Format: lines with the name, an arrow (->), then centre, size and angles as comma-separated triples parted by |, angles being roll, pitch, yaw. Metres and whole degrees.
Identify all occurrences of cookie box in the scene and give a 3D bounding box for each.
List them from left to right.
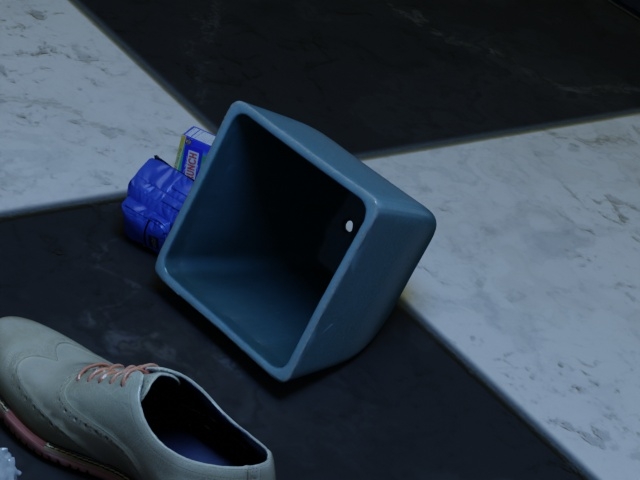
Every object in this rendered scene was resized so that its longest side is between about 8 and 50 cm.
cookie box -> -0.150, -0.096, 1.814 | 0.107, 0.092, 0.040 | 24, 29, 12

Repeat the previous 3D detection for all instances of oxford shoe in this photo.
oxford shoe -> -0.197, 0.166, 1.327 | 0.397, 0.146, 0.140 | 29, 36, 20

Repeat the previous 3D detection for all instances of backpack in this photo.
backpack -> -0.192, -0.031, 1.693 | 0.120, 0.098, 0.101 | 26, 62, 14

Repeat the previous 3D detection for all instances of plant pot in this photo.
plant pot -> 0.000, 0.000, 1.606 | 0.248, 0.247, 0.252 | 38, 20, 30

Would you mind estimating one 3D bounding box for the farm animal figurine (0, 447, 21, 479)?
farm animal figurine -> -0.456, 0.169, 1.083 | 0.330, 0.172, 0.327 | -25, 48, -20
